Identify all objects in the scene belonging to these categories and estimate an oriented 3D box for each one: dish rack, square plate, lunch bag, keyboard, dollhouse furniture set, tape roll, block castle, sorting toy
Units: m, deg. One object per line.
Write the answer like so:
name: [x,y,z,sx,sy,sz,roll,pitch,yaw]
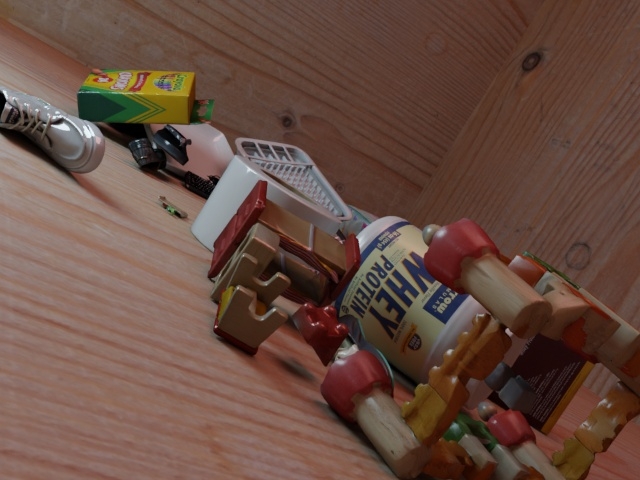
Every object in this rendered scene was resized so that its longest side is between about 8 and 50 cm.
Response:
dish rack: [-0.089,-0.152,2.284,0.285,0.072,0.333,3,42,-46]
square plate: [-0.354,-0.248,2.195,0.344,0.049,0.347,27,27,-44]
lunch bag: [0.182,0.003,2.761,0.223,0.160,0.262,28,2,-41]
keyboard: [-0.256,-0.129,2.036,0.192,0.038,0.100,29,28,-33]
dollhouse furniture set: [-0.059,0.080,1.196,0.201,0.152,0.374,31,23,-15]
tape roll: [-0.104,-0.032,1.557,0.246,0.169,0.246,31,6,-4]
block castle: [0.244,0.172,1.093,0.453,0.303,0.213,26,15,-42]
sorting toy: [-0.294,-0.065,1.585,0.062,0.012,0.083,37,3,1]

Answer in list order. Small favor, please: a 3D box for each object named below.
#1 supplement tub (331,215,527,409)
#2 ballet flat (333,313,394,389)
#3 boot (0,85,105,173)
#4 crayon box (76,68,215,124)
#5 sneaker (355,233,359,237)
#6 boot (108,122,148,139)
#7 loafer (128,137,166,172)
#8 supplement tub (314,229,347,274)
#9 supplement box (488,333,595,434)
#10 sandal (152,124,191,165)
supplement tub: [0.195,0.129,1.462,0.324,0.235,0.235,35,7,25]
ballet flat: [0.047,0.174,1.207,0.074,0.074,0.203,29,13,-25]
boot: [-0.480,-0.190,1.362,0.258,0.095,0.123,27,7,37]
crayon box: [-0.428,-0.361,2.024,0.318,0.081,0.202,1,27,-5]
sneaker: [0.083,0.057,1.735,0.130,0.227,0.087,17,-41,61]
boot: [-0.585,-0.390,2.311,0.264,0.096,0.280,25,9,-46]
loafer: [-0.396,-0.183,1.871,0.170,0.062,0.061,35,37,-77]
supplement tub: [0.000,0.000,1.867,0.198,0.106,0.106,56,14,18]
supplement box: [0.457,0.281,1.779,0.194,0.191,0.129,32,6,-1]
sandal: [-0.354,-0.249,1.964,0.097,0.054,0.254,40,8,-21]
